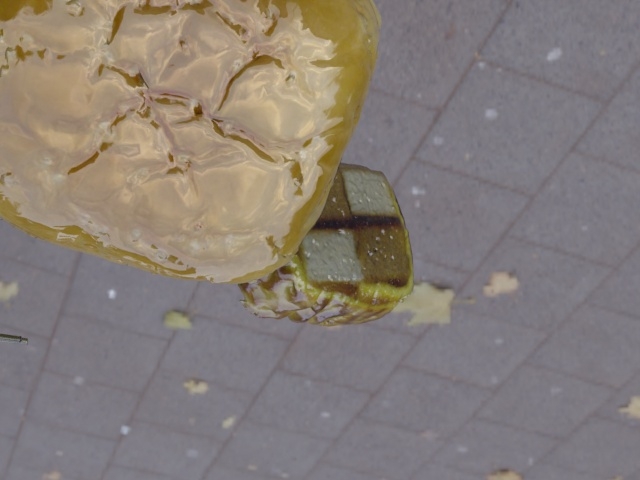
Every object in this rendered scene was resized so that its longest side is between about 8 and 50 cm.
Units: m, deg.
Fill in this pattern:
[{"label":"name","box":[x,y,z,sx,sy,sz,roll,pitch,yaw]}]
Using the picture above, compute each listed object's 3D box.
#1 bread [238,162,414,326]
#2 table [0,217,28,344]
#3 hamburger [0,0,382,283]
[{"label":"bread","box":[0.000,0.000,1.150,0.096,0.181,0.222,-19,165,40]},{"label":"table","box":[-0.463,0.048,1.466,0.111,0.240,0.121,-2,173,-8]},{"label":"hamburger","box":[-0.115,-0.122,0.780,0.319,0.158,0.318,-2,104,-7]}]
